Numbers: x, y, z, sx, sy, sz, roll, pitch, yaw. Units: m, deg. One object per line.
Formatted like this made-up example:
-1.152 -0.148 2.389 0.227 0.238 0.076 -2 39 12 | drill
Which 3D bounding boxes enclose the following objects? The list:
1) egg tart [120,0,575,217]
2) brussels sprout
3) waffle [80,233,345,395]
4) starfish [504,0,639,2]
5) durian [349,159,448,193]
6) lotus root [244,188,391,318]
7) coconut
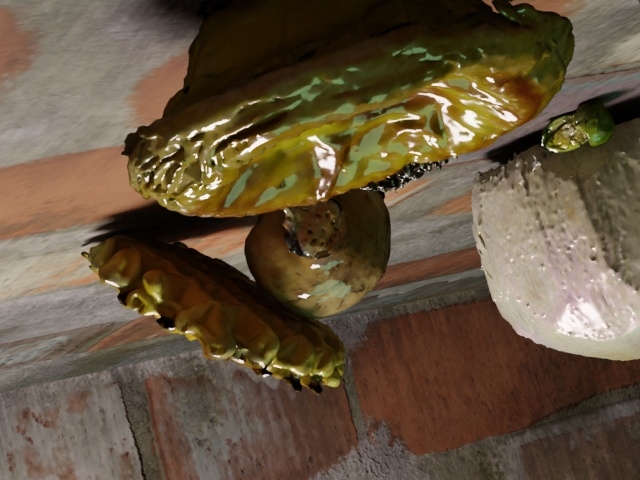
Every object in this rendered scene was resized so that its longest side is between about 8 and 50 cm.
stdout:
0.013 -0.102 0.957 0.294 0.116 0.295 -15 169 -3 | egg tart
0.266 -0.117 1.582 0.051 0.046 0.083 -14 -177 -35 | brussels sprout
-0.103 0.067 1.596 0.329 0.062 0.329 26 -174 -3 | waffle
0.151 -0.180 0.905 0.176 0.053 0.208 -4 167 -13 | starfish
0.059 -0.084 1.239 0.148 0.091 0.188 -18 173 20 | durian
0.000 0.000 1.551 0.154 0.140 0.257 -55 -176 -2 | lotus root
0.330 0.004 1.714 0.297 0.255 0.297 -14 178 -1 | coconut
